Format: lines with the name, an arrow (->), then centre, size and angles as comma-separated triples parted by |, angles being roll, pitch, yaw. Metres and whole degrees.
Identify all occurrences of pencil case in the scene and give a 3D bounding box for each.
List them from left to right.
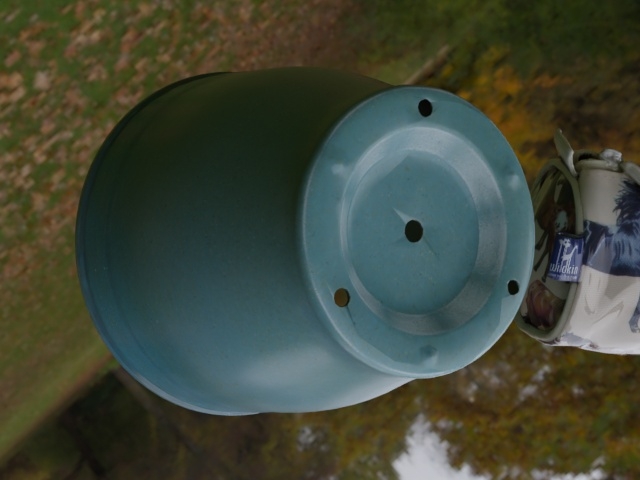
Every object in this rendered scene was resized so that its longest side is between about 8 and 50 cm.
pencil case -> 0.378, 0.017, 0.970 | 0.160, 0.410, 0.184 | -89, -176, -51

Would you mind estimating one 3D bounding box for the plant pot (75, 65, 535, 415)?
plant pot -> 0.000, 0.000, 0.799 | 0.271, 0.272, 0.255 | -42, -160, -25
